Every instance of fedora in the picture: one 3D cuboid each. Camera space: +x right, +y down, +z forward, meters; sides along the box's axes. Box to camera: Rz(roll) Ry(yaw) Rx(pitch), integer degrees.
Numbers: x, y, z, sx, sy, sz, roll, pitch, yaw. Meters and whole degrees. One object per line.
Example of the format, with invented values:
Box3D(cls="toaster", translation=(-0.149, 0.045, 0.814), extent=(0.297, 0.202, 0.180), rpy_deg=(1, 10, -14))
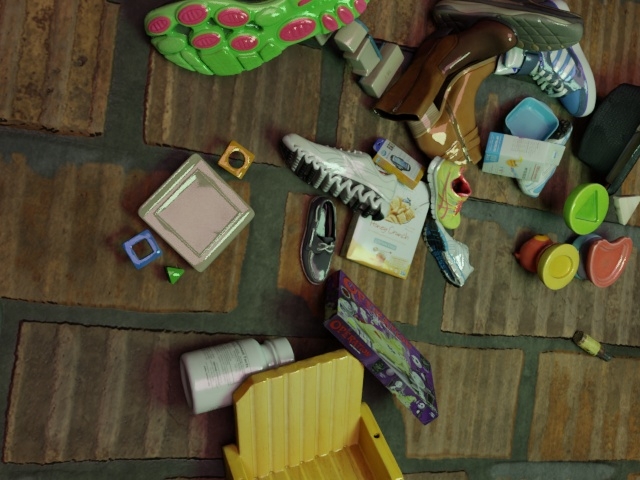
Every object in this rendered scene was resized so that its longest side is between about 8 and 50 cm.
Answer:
Box3D(cls="fedora", translation=(0.787, -0.288, 1.805), extent=(0.152, 0.334, 0.334), rpy_deg=(32, 78, 17))

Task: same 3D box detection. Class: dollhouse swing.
Box3D(cls="dollhouse swing", translation=(-0.004, 0.460, 1.439), extent=(0.346, 0.315, 0.305), rpy_deg=(-12, 140, -21))

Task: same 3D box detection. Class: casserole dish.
Box3D(cls="casserole dish", translation=(0.533, -0.294, 1.751), extent=(0.114, 0.037, 0.188), rpy_deg=(43, 55, 7))

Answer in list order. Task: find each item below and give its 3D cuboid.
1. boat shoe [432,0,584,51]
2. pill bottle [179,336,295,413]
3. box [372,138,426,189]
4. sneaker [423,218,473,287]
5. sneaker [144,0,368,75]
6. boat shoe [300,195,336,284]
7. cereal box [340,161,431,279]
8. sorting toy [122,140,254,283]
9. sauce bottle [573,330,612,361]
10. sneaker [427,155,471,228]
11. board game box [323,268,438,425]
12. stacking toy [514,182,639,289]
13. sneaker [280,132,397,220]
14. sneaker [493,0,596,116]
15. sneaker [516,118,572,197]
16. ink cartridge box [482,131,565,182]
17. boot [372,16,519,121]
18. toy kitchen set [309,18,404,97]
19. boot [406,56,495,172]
Box3D(cls="boat shoe", translation=(0.444, -0.545, 1.609), extent=(0.355, 0.132, 0.130), rpy_deg=(17, 78, 19))
Box3D(cls="pill bottle", translation=(-0.176, 0.281, 1.470), extent=(0.229, 0.131, 0.131), rpy_deg=(-11, 96, -21))
Box3D(cls="box", translation=(0.180, -0.184, 1.617), extent=(0.136, 0.028, 0.081), rpy_deg=(35, 40, -1))
Box3D(cls="sneaker", translation=(0.323, 0.019, 1.701), extent=(0.083, 0.071, 0.191), rpy_deg=(-38, 113, -23))
Box3D(cls="sneaker", translation=(-0.132, -0.495, 1.456), extent=(0.482, 0.202, 0.185), rpy_deg=(-17, 133, -7))
Box3D(cls="boat shoe", translation=(0.000, 0.000, 1.566), extent=(0.075, 0.065, 0.206), rpy_deg=(3, 91, -22))
Box3D(cls="cereal box", translation=(0.161, -0.046, 1.638), extent=(0.173, 0.047, 0.240), rpy_deg=(20, 84, -22))
Box3D(cls="sorting toy", translation=(-0.265, -0.060, 1.471), extent=(0.348, 0.047, 0.196), rpy_deg=(-48, 112, -13))
Box3D(cls="sauce bottle", translation=(0.753, 0.295, 1.889), extent=(0.128, 0.042, 0.042), rpy_deg=(34, 80, -17))
Box3D(cls="sneaker", translation=(0.317, -0.103, 1.643), extent=(0.081, 0.094, 0.209), rpy_deg=(-53, 140, -31))
Box3D(cls="board game box", translation=(0.139, 0.240, 1.562), extent=(0.056, 0.208, 0.347), rpy_deg=(-39, 108, 14))
Box3D(cls="stacking toy", translation=(0.671, -0.020, 1.790), extent=(0.308, 0.130, 0.280), rpy_deg=(5, 105, -31))
Box3D(cls="sneaker", translation=(0.043, -0.163, 1.549), extent=(0.292, 0.110, 0.118), rpy_deg=(32, 74, -9))
Box3D(cls="sneaker", translation=(0.546, -0.433, 1.749), extent=(0.236, 0.130, 0.323), rpy_deg=(-25, 105, -10))
Box3D(cls="sneaker", translation=(0.588, -0.218, 1.794), extent=(0.237, 0.085, 0.086), rpy_deg=(-55, 136, -15))
Box3D(cls="ink cartridge box", translation=(0.498, -0.201, 1.689), extent=(0.181, 0.104, 0.062), rpy_deg=(13, 71, 14))
Box3D(cls="boot", translation=(0.281, -0.383, 1.550), extent=(0.280, 0.264, 0.096), rpy_deg=(-52, 133, -22))
Box3D(cls="toy kitchen set", translation=(0.068, -0.455, 1.582), extent=(0.122, 0.166, 0.207), rpy_deg=(-57, 146, -10))
Box3D(cls="boot", translation=(0.354, -0.300, 1.673), extent=(0.283, 0.109, 0.220), rpy_deg=(-39, 106, -15))
